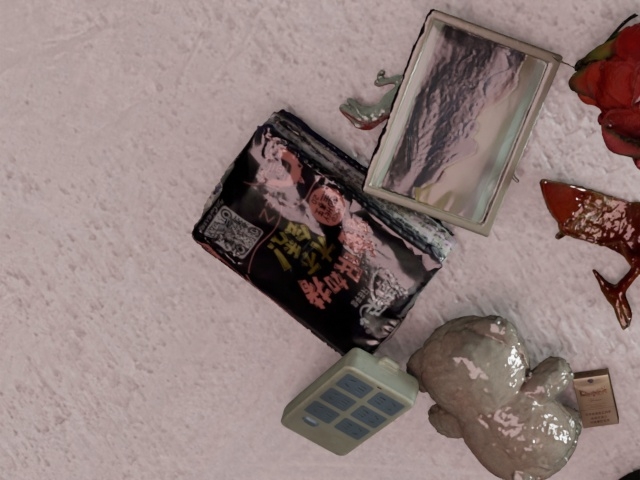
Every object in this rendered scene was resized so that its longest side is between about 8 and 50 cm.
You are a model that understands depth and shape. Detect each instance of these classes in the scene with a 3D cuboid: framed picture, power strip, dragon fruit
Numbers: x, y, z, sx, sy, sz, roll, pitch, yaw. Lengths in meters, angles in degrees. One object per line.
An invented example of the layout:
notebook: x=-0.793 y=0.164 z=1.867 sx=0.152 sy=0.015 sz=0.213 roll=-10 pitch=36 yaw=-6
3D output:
framed picture: x=0.186 y=-0.154 z=1.743 sx=0.192 sy=0.018 sz=0.265 roll=18 pitch=106 yaw=-7
power strip: x=0.039 y=0.240 z=1.907 sx=0.118 sy=0.046 sz=0.270 roll=28 pitch=144 yaw=-12
dragon fruit: x=0.423 y=-0.183 z=1.631 sx=0.293 sy=0.234 sz=0.234 roll=15 pitch=114 yaw=25

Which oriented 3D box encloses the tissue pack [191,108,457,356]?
tissue pack: x=0.000 y=0.000 z=1.859 sx=0.332 sy=0.123 sz=0.245 roll=37 pitch=121 yaw=2

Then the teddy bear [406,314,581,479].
teddy bear: x=0.250 y=0.225 z=1.861 sx=0.236 sy=0.151 sz=0.267 roll=-32 pitch=97 yaw=31

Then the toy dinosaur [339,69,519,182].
toy dinosaur: x=0.162 y=-0.146 z=1.796 sx=0.167 sy=0.053 sz=0.242 roll=-40 pitch=97 yaw=25

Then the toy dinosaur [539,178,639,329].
toy dinosaur: x=0.437 y=0.016 z=1.757 sx=0.206 sy=0.113 sz=0.327 roll=-29 pitch=100 yaw=22

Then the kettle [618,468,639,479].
kettle: x=0.531 y=0.445 z=1.885 sx=0.221 sy=0.161 sz=0.236 roll=-45 pitch=96 yaw=-7

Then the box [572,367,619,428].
box: x=0.400 y=0.230 z=1.895 sx=0.053 sy=0.024 sz=0.083 roll=-9 pitch=107 yaw=17
